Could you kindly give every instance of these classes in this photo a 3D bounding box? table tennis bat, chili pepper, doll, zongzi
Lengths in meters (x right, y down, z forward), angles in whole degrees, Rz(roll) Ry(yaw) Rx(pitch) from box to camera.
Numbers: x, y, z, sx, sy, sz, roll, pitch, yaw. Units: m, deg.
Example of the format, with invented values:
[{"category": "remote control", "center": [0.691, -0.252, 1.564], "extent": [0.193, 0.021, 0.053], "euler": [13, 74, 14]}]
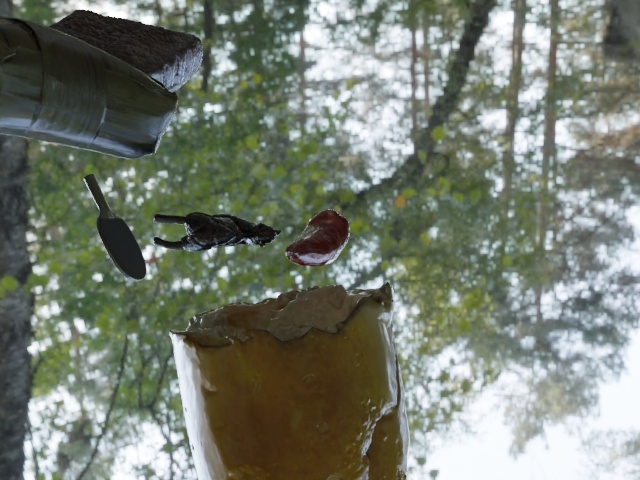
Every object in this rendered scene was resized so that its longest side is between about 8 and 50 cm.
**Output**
[{"category": "table tennis bat", "center": [-0.430, -0.026, 1.890], "extent": [0.022, 0.247, 0.138], "euler": [-29, 175, 13]}, {"category": "chili pepper", "center": [0.000, 0.000, 1.341], "extent": [0.071, 0.063, 0.272], "euler": [26, -161, 6]}, {"category": "doll", "center": [-0.146, -0.012, 1.349], "extent": [0.165, 0.057, 0.139], "euler": [3, -177, 22]}, {"category": "zongzi", "center": [-0.368, -0.217, 1.185], "extent": [0.286, 0.138, 0.300], "euler": [10, -163, -44]}]

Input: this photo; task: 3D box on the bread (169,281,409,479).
[{"category": "bread", "center": [-0.025, 0.268, 1.385], "extent": [0.361, 0.394, 0.250], "euler": [-10, 175, -8]}]

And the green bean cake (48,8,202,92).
[{"category": "green bean cake", "center": [-0.351, -0.326, 1.601], "extent": [0.232, 0.097, 0.198], "euler": [20, -143, 8]}]
